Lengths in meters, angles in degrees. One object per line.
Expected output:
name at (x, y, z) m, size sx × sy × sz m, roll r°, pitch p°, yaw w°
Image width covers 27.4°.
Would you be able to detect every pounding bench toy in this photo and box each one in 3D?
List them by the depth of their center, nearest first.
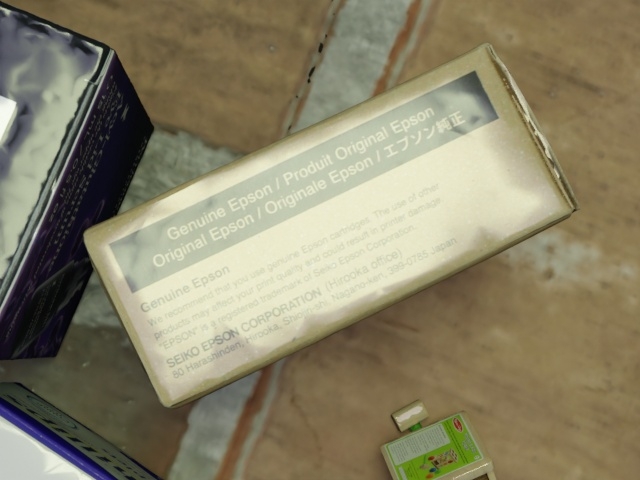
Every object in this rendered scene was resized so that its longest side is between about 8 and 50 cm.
pounding bench toy at (0.069, 0.135, 0.736) m, size 0.052 × 0.083 × 0.065 m, roll -24°, pitch 118°, yaw -1°

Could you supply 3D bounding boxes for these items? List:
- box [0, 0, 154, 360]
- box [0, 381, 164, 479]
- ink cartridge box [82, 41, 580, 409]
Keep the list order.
box at (-0.168, -0.028, 0.663) m, size 0.108 × 0.207 × 0.153 m, roll 22°, pitch 86°, yaw 0°
box at (-0.139, 0.136, 0.684) m, size 0.126 × 0.137 × 0.072 m, roll 33°, pitch 84°, yaw 1°
ink cartridge box at (0.000, 0.000, 0.651) m, size 0.193 × 0.234 × 0.088 m, roll -27°, pitch 87°, yaw -4°
